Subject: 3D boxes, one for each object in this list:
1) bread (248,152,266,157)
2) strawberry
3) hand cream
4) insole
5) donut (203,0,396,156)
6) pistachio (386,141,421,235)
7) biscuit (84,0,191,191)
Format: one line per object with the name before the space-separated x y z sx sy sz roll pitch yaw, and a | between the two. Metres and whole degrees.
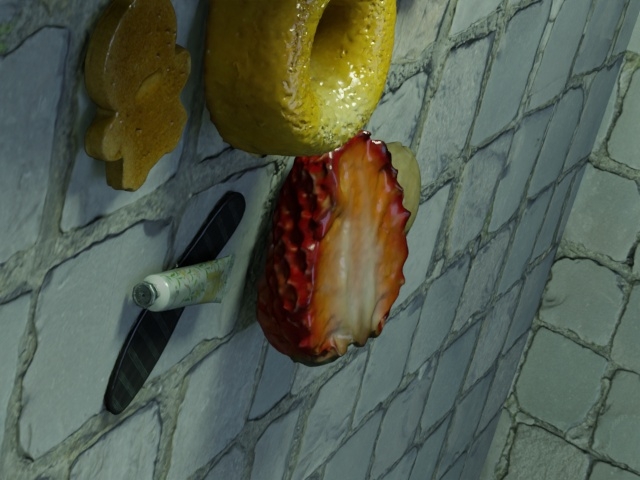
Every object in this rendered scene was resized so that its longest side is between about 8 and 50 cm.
bread | -0.066 -0.155 1.702 0.072 0.053 0.106 -53 156 -58
strawberry | 0.000 0.000 1.941 0.265 0.149 0.336 -33 133 -45
hand cream | -0.154 0.054 1.710 0.194 0.042 0.067 -10 113 -62
insole | -0.174 0.072 1.751 0.309 0.012 0.110 -58 158 -18
donut | -0.011 -0.219 1.591 0.277 0.108 0.278 -30 127 -49
pistachio | 0.092 -0.063 2.140 0.185 0.108 0.126 -66 -175 -19
biscuit | -0.184 -0.155 1.425 0.166 0.036 0.225 -53 154 -33
